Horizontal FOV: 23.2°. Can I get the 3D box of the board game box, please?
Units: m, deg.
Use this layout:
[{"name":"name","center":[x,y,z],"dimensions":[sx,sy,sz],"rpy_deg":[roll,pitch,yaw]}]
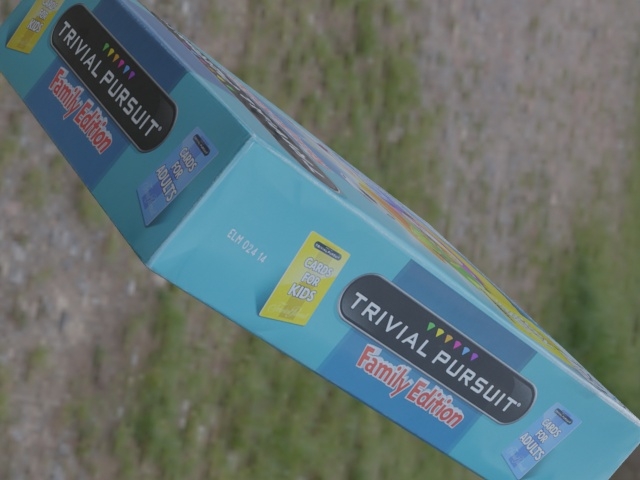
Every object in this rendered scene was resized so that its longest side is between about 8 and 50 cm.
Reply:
[{"name":"board game box","center":[0.000,0.000,0.858],"dimensions":[0.079,0.254,0.336],"rpy_deg":[-50,130,5]}]
